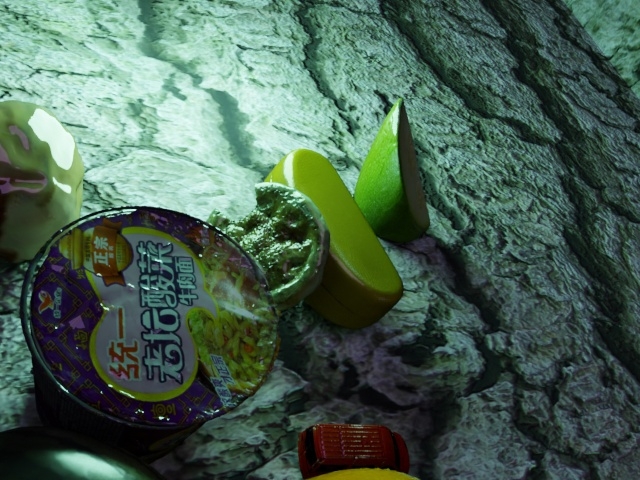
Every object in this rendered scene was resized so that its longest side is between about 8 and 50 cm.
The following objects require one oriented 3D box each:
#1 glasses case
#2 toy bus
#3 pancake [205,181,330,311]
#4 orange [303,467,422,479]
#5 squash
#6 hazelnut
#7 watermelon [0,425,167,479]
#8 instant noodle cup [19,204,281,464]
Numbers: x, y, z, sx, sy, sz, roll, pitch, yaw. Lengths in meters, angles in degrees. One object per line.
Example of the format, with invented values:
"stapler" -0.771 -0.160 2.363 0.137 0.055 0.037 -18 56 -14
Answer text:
"glasses case" 0.000 0.000 1.333 0.173 0.141 0.371 -2 54 -48
"toy bus" 0.064 0.342 1.130 0.195 0.089 0.081 9 52 -23
"pancake" -0.101 0.015 1.232 0.253 0.037 0.254 -5 72 16
"orange" 0.040 0.472 0.800 0.423 0.326 0.424 -10 53 14
"squash" 0.177 -0.118 1.419 0.203 0.289 0.111 28 51 -2
"hazelnut" -0.502 -0.100 1.109 0.261 0.241 0.261 12 72 -42
"watermelon" -0.312 0.354 0.783 0.359 0.279 0.279 17 43 19
"instant noodle cup" -0.252 0.160 0.982 0.339 0.266 0.340 15 48 -17
